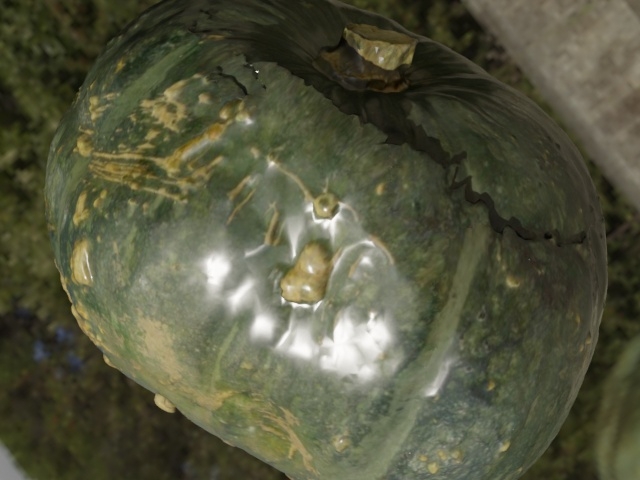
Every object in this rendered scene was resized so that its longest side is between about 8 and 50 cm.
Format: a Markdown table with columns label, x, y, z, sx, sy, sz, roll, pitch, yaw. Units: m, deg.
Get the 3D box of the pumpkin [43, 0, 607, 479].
| label | x | y | z | sx | sy | sz | roll | pitch | yaw |
| --- | --- | --- | --- | --- | --- | --- | --- | --- | --- |
| pumpkin | 0.000 | 0.000 | 0.869 | 0.327 | 0.257 | 0.291 | 20 | -155 | -3 |
